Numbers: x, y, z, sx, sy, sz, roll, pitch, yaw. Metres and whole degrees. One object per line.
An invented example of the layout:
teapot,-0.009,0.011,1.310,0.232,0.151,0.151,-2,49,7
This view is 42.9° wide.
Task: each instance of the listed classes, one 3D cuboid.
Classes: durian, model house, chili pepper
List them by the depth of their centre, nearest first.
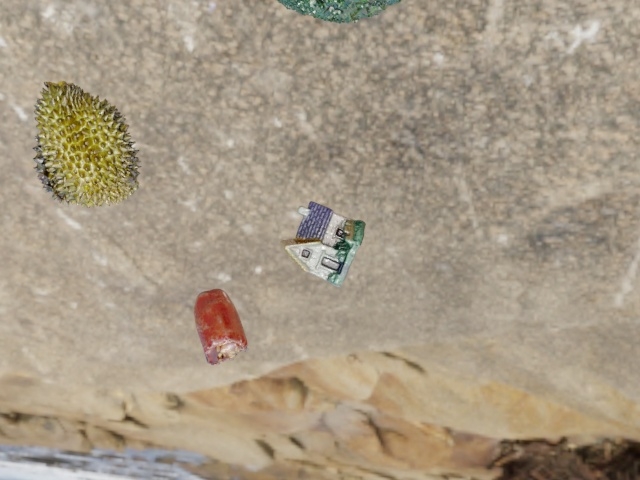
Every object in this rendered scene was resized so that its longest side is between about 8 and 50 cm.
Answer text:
model house,0.000,0.000,1.159,0.100,0.101,0.088,24,-178,-6
chili pepper,-0.168,0.135,1.319,0.070,0.123,0.073,21,119,-38
durian,-0.526,-0.208,1.816,0.258,0.258,0.293,2,122,10

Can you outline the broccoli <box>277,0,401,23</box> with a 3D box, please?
broccoli,0.018,-0.468,1.226,0.308,0.275,0.308,32,-172,-5
